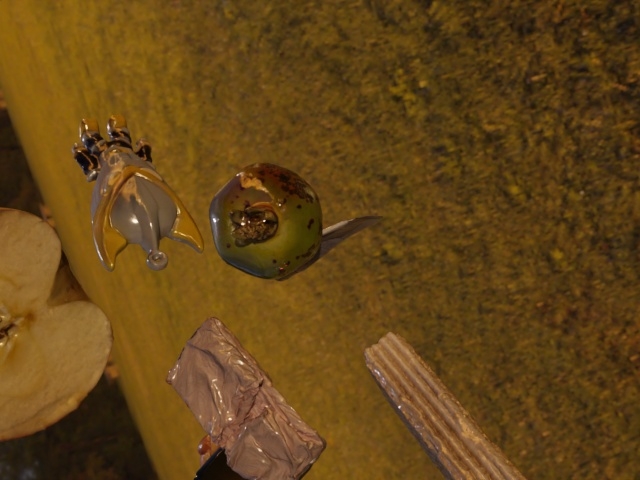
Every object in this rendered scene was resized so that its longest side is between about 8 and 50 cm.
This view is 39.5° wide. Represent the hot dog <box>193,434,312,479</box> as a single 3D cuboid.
[{"bbox_3d":[-0.164,0.470,1.927,0.107,0.194,0.326,35,174,38],"label":"hot dog"}]

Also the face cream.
[{"bbox_3d":[0.000,0.000,1.629,0.224,0.114,0.070,-29,78,30],"label":"face cream"}]

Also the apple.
[{"bbox_3d":[-0.426,0.098,1.131,0.163,0.251,0.293,11,132,52],"label":"apple"}]

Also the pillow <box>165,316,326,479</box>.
[{"bbox_3d":[-0.113,0.234,1.228,0.248,0.049,0.135,47,114,19],"label":"pillow"}]

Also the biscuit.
[{"bbox_3d":[0.196,0.290,1.219,0.426,0.078,0.144,48,171,50],"label":"biscuit"}]

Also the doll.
[{"bbox_3d":[-0.293,-0.077,1.391,0.103,0.145,0.316,-52,50,27],"label":"doll"}]

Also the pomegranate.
[{"bbox_3d":[-0.105,-0.028,1.480,0.198,0.246,0.198,7,102,31],"label":"pomegranate"}]
